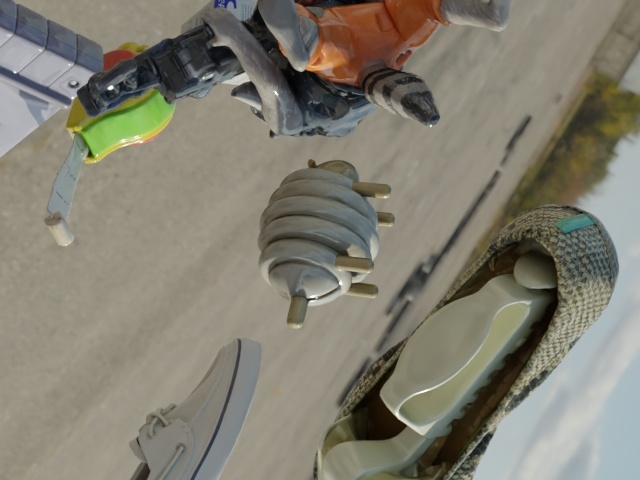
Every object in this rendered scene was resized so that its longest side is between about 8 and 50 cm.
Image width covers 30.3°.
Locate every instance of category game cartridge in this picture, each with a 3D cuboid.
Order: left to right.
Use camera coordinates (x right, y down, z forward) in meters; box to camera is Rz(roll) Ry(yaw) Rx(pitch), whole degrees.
[{"bbox_3d":[-0.436,-0.154,1.295,0.355,0.230,0.068,-30,-124,36],"label":"game cartridge"}]

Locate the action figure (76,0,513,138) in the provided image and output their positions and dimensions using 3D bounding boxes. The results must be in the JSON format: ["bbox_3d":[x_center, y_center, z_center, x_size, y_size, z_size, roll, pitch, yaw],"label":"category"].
[{"bbox_3d":[-0.020,-0.140,1.013,0.341,0.178,0.330,-27,-177,-14],"label":"action figure"}]

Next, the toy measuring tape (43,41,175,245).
[{"bbox_3d":[-0.243,-0.131,1.423,0.121,0.121,0.330,115,-14,-46],"label":"toy measuring tape"}]

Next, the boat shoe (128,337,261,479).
[{"bbox_3d":[-0.145,0.209,1.163,0.267,0.088,0.096,-63,-168,6],"label":"boat shoe"}]

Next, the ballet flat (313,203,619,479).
[{"bbox_3d":[0.100,0.160,1.152,0.182,0.164,0.482,-3,132,-57],"label":"ballet flat"}]

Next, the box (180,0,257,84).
[{"bbox_3d":[-0.087,-0.237,1.433,0.126,0.137,0.072,167,-75,-65],"label":"box"}]

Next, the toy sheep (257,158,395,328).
[{"bbox_3d":[0.000,0.000,0.793,0.091,0.091,0.132,112,-5,-55],"label":"toy sheep"}]
